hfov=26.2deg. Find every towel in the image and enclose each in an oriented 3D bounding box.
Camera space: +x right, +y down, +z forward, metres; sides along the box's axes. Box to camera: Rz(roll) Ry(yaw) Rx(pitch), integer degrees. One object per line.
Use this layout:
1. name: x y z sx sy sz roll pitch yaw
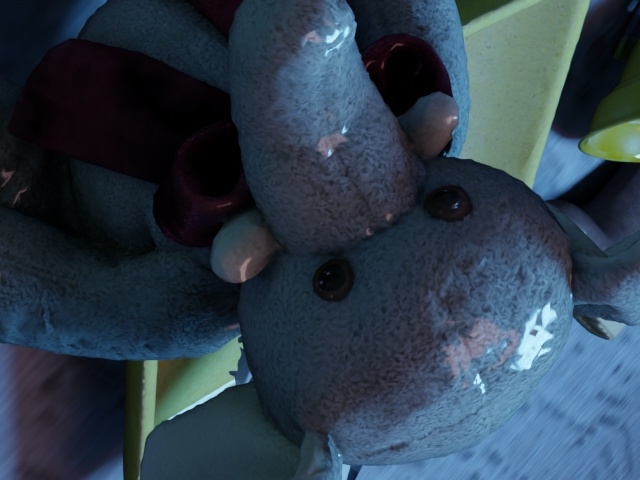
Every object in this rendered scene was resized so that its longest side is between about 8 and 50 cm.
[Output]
1. towel: 0.263 -0.176 1.084 0.060 0.009 0.083 0 124 -56

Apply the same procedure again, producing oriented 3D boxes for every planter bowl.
1. planter bowl: 0.303 -0.124 1.048 0.217 0.217 0.090 9 76 -58

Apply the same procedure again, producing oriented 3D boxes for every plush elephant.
1. plush elephant: -0.013 -0.019 0.513 0.272 0.255 0.330 -38 118 -17

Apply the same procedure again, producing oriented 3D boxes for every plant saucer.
1. plant saucer: 0.000 0.000 0.846 0.333 0.081 0.332 -28 145 -33

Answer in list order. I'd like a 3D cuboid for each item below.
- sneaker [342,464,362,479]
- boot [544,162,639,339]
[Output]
1. sneaker: 0.008 0.115 0.823 0.097 0.084 0.234 -15 136 -49
2. boot: 0.260 -0.041 1.199 0.206 0.090 0.248 -61 148 -9
